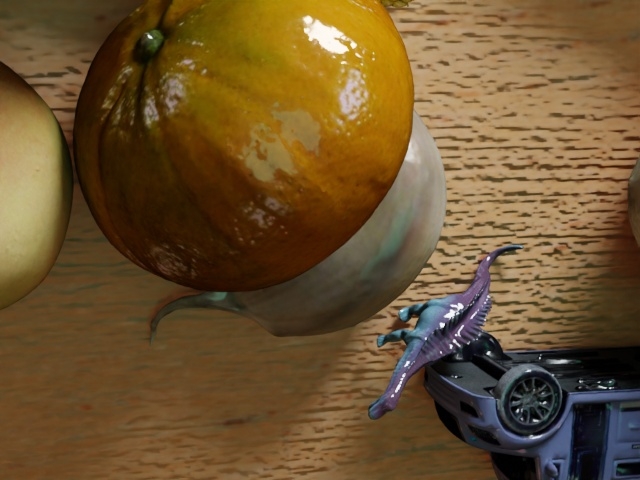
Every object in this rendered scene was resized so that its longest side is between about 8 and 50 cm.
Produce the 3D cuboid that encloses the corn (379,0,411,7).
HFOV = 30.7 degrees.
[{"bbox_3d":[-0.029,-0.229,0.799,0.244,0.093,0.093,13,98,-19],"label":"corn"}]

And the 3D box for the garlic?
[{"bbox_3d":[0.000,0.005,0.863,0.267,0.148,0.128,-56,146,-3],"label":"garlic"}]

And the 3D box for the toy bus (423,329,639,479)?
[{"bbox_3d":[0.230,0.144,0.937,0.292,0.125,0.133,-1,100,-16],"label":"toy bus"}]

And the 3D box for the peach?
[{"bbox_3d":[-0.249,-0.040,0.737,0.184,0.184,0.184,-3,103,-15],"label":"peach"}]

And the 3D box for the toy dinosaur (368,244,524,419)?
[{"bbox_3d":[0.092,0.069,0.904,0.197,0.080,0.045,-45,108,-28],"label":"toy dinosaur"}]

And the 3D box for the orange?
[{"bbox_3d":[-0.056,-0.079,0.747,0.171,0.240,0.240,32,92,-39],"label":"orange"}]

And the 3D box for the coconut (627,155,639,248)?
[{"bbox_3d":[0.351,-0.029,0.880,0.265,0.237,0.238,10,99,-24],"label":"coconut"}]
